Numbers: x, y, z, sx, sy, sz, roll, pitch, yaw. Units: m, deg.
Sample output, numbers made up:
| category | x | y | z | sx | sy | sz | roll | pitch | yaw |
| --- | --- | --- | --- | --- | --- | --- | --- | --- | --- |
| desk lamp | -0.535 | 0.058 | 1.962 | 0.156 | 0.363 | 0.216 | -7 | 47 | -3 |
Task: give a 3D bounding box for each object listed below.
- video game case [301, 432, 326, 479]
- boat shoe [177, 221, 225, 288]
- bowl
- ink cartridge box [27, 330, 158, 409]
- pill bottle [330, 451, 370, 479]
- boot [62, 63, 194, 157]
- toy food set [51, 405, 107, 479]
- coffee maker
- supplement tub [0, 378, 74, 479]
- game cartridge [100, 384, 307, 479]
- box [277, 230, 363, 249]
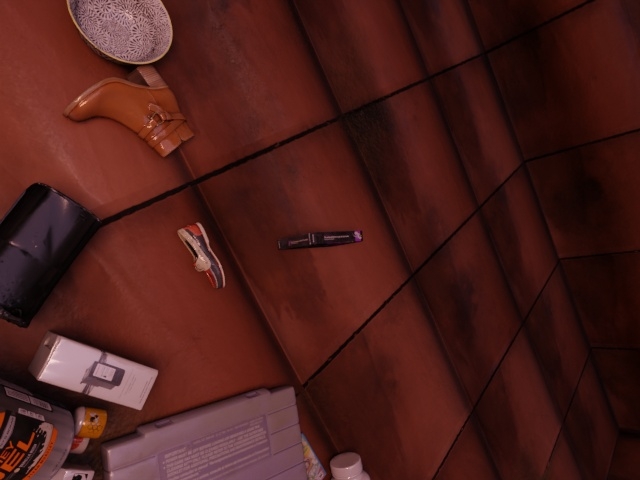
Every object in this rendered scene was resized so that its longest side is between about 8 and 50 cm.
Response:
| category | x | y | z | sx | sy | sz | roll | pitch | yaw |
| --- | --- | --- | --- | --- | --- | --- | --- | --- | --- |
| video game case | -0.067 | 0.503 | 0.890 | 0.166 | 0.015 | 0.119 | -38 | 107 | -39 |
| boat shoe | -0.225 | 0.033 | 0.819 | 0.043 | 0.049 | 0.137 | -28 | 98 | -38 |
| bowl | -0.358 | -0.376 | 0.758 | 0.170 | 0.080 | 0.170 | 10 | 75 | -40 |
| ink cartridge box | -0.340 | 0.194 | 0.645 | 0.150 | 0.109 | 0.063 | 34 | 64 | -32 |
| pill bottle | 0.070 | 0.564 | 0.945 | 0.094 | 0.094 | 0.169 | -10 | 88 | -42 |
| boot | -0.326 | -0.212 | 0.764 | 0.197 | 0.073 | 0.152 | -44 | 115 | -35 |
| toy food set | -0.385 | 0.337 | 0.576 | 0.104 | 0.111 | 0.232 | 26 | 68 | -35 |
| coffee maker | -0.392 | 0.022 | 0.593 | 0.178 | 0.171 | 0.120 | -67 | 150 | -25 |
| supplement tub | -0.386 | 0.219 | 0.489 | 0.190 | 0.117 | 0.117 | 76 | 33 | -56 |
| game cartridge | -0.186 | 0.409 | 0.765 | 0.355 | 0.068 | 0.230 | -3 | 77 | -40 |
| box | 0.000 | 0.000 | 0.977 | 0.162 | 0.116 | 0.029 | -1 | 84 | -41 |
